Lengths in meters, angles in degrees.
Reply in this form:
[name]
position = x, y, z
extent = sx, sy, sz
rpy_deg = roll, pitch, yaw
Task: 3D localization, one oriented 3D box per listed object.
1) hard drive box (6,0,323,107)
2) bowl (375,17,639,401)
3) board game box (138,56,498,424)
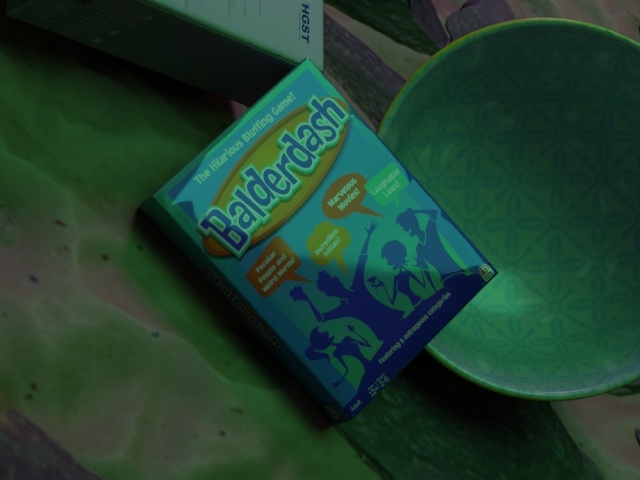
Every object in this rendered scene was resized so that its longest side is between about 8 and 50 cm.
[hard drive box]
position = -0.107, -0.221, 1.386
extent = 0.232, 0.089, 0.181
rpy_deg = 19, 62, -41
[bowl]
position = 0.163, -0.024, 1.494
extent = 0.289, 0.289, 0.156
rpy_deg = 48, -6, -5
[board game box]
position = 0.000, 0.000, 1.352
extent = 0.210, 0.047, 0.160
rpy_deg = 47, 70, -5
